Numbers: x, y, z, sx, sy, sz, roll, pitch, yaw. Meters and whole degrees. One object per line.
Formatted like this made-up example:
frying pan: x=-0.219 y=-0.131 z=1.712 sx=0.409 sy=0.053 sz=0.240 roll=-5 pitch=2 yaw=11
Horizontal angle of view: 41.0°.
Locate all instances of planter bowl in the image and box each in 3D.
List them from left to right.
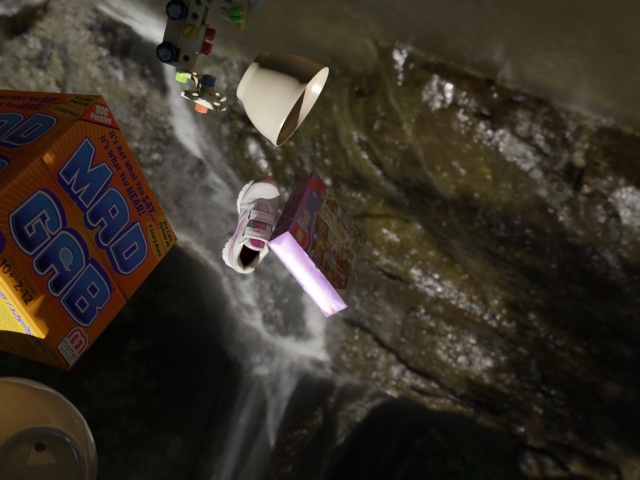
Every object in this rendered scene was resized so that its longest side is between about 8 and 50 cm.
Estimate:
planter bowl: x=-0.074 y=-0.260 z=1.476 sx=0.109 sy=0.162 sz=0.162 roll=35 pitch=178 yaw=4

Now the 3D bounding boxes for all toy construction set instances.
toy construction set: x=-0.254 y=-0.460 z=1.945 sx=0.215 sy=0.327 sz=0.151 roll=19 pitch=-170 yaw=-1

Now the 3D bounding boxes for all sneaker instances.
sneaker: x=-0.151 y=-0.028 z=2.028 sx=0.103 sy=0.252 sz=0.111 roll=9 pitch=-160 yaw=-24

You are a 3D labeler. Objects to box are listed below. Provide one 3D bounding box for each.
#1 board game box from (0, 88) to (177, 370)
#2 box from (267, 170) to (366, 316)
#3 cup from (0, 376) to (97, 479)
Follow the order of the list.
board game box: x=-0.562 y=-0.033 z=1.602 sx=0.356 sy=0.356 sz=0.356 roll=9 pitch=137 yaw=31
box: x=0.000 y=0.000 z=1.802 sx=0.201 sy=0.057 sz=0.293 roll=53 pitch=-155 yaw=-17
cup: x=-0.529 y=0.405 z=1.512 sx=0.331 sy=0.331 sz=0.237 roll=28 pitch=157 yaw=-28
